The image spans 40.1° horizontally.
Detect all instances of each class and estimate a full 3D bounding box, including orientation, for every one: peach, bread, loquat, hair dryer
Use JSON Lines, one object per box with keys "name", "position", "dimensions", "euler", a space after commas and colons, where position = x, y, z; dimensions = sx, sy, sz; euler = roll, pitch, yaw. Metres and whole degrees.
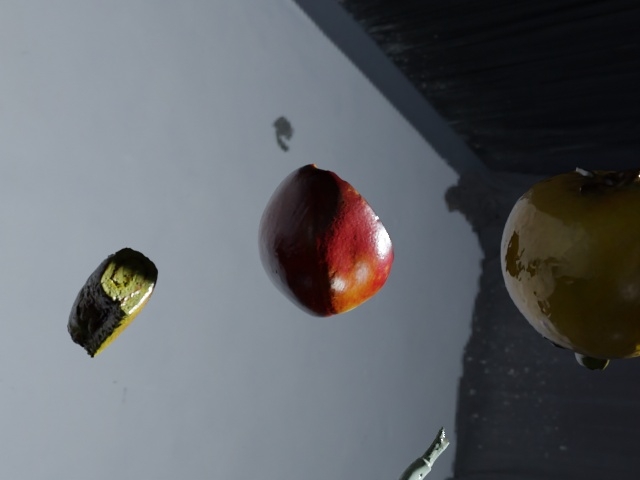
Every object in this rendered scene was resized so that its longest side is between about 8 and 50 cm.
{"name": "peach", "position": [0.000, 0.000, 1.615], "dimensions": [0.245, 0.249, 0.274], "euler": [-56, 135, -48]}
{"name": "bread", "position": [-0.358, 0.102, 1.491], "dimensions": [0.103, 0.172, 0.132], "euler": [35, 45, -11]}
{"name": "loquat", "position": [0.452, 0.055, 1.402], "dimensions": [0.328, 0.328, 0.359], "euler": [-32, 128, -48]}
{"name": "hair dryer", "position": [0.069, 0.408, 1.368], "dimensions": [0.092, 0.229, 0.267], "euler": [62, 35, -27]}
